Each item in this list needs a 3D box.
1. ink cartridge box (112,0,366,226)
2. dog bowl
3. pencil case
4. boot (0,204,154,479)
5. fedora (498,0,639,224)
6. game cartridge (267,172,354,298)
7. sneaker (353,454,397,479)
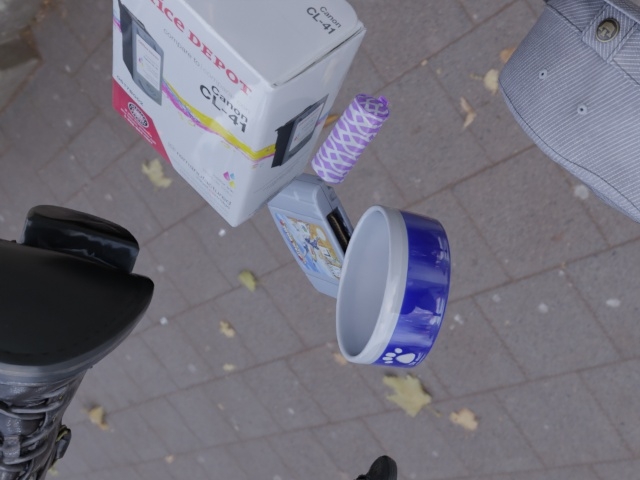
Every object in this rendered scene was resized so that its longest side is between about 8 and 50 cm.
[{"bbox_3d":[-0.105,-0.181,0.889,0.226,0.131,0.306,45,156,8],"label":"ink cartridge box"},{"bbox_3d":[0.116,0.078,1.395,0.104,0.265,0.265,11,137,-14],"label":"dog bowl"},{"bbox_3d":[0.062,-0.208,1.731,0.086,0.088,0.206,51,128,18],"label":"pencil case"},{"bbox_3d":[-0.168,0.109,0.468,0.091,0.263,0.229,18,98,-10],"label":"boot"},{"bbox_3d":[0.250,-0.101,0.692,0.124,0.244,0.275,-49,65,15],"label":"fedora"},{"bbox_3d":[0.000,0.000,1.590,0.198,0.062,0.297,12,138,49],"label":"game cartridge"},{"bbox_3d":[0.032,0.329,1.050,0.089,0.170,0.051,37,144,-13],"label":"sneaker"}]
